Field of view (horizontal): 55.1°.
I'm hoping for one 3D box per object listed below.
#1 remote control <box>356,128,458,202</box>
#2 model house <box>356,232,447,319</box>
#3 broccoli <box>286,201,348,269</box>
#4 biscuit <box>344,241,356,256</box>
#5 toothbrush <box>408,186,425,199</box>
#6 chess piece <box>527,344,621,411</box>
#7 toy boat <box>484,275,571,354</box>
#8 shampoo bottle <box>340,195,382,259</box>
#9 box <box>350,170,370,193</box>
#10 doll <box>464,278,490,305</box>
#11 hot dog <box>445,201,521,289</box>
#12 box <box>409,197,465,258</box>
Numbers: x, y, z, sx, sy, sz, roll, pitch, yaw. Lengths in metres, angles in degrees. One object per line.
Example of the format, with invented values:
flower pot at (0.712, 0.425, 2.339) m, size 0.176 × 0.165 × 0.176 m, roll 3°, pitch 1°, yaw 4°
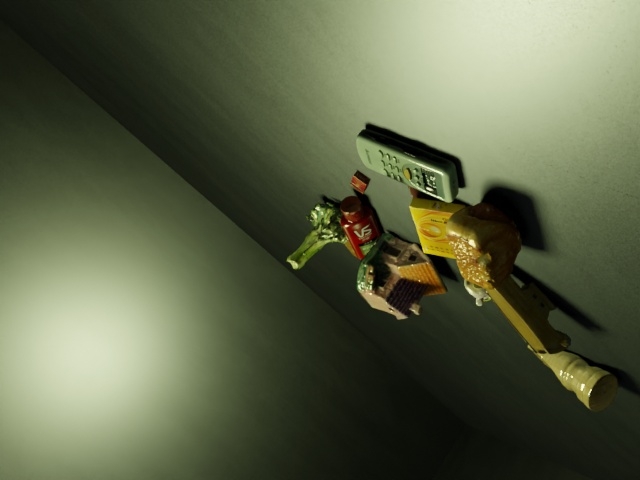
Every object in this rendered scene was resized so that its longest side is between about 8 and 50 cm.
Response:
remote control at (0.219, -0.199, 1.594) m, size 0.296 × 0.056 × 0.140 m, roll 28°, pitch 157°, yaw 31°
model house at (0.284, 0.130, 2.110) m, size 0.237 × 0.237 × 0.202 m, roll 18°, pitch 149°, yaw 41°
broccoli at (0.017, 0.000, 2.252) m, size 0.198 × 0.275 × 0.177 m, roll 12°, pitch 150°, yaw 37°
biscuit at (0.115, -0.002, 2.490) m, size 0.131 × 0.026 × 0.237 m, roll 34°, pitch 166°, yaw 21°
toothbrush at (0.304, -0.077, 1.799) m, size 0.041 × 0.041 × 0.364 m, roll 28°, pitch 162°, yaw 34°
chess piece at (0.811, 0.423, 2.010) m, size 0.137 × 0.137 × 0.301 m, roll 48°, pitch 175°, yaw -33°
toy boat at (0.593, 0.186, 1.767) m, size 0.321 × 0.121 × 0.089 m, roll 51°, pitch 166°, yaw 4°
shampoo bottle at (0.143, -0.042, 2.144) m, size 0.314 × 0.118 × 0.076 m, roll 61°, pitch -170°, yaw -55°
box at (0.124, -0.183, 1.932) m, size 0.051 × 0.023 × 0.082 m, roll 37°, pitch 165°, yaw 6°
doll at (0.493, 0.140, 1.883) m, size 0.081 × 0.129 × 0.207 m, roll -2°, pitch 163°, yaw 23°
hot dog at (0.418, 0.001, 1.553) m, size 0.150 × 0.153 × 0.257 m, roll 31°, pitch 162°, yaw 40°
box at (0.352, -0.029, 1.761) m, size 0.152 × 0.044 × 0.269 m, roll 10°, pitch 154°, yaw 23°
